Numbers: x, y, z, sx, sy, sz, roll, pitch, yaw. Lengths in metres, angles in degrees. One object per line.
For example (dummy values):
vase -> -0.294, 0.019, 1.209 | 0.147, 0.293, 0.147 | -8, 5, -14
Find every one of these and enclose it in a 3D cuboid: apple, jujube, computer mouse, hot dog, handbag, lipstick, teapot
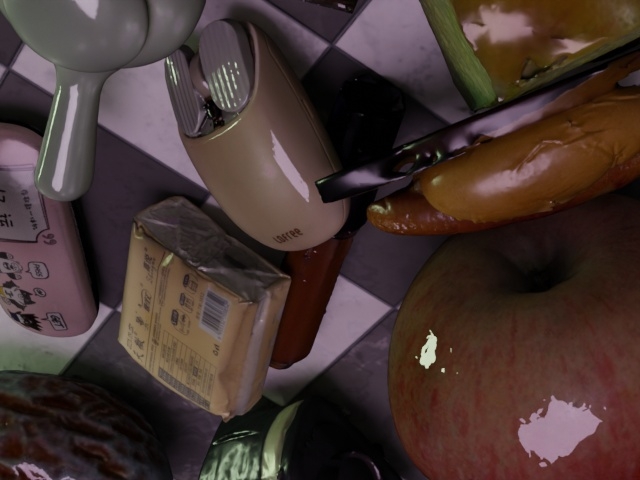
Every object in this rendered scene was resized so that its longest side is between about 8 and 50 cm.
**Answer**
apple -> 0.169, -0.184, 0.968 | 0.254, 0.346, 0.179 | 24, 94, 3
jujube -> -0.341, 0.302, 1.574 | 0.308, 0.215, 0.246 | 15, 134, 1
computer mouse -> -0.064, -0.095, 1.175 | 0.145, 0.082, 0.236 | -18, 104, 46
hot dog -> 0.176, -0.070, 1.089 | 0.326, 0.194, 0.107 | -20, 94, 25
handbag -> -0.006, 0.305, 1.510 | 0.181, 0.181, 0.254 | -16, 126, 37
lipstick -> 0.000, 0.000, 1.298 | 0.077, 0.077, 0.418 | 19, 135, -2
teapot -> -0.203, -0.194, 1.128 | 0.220, 0.149, 0.318 | -3, 129, 20
apple -> 0.227, 0.100, 1.169 | 0.345, 0.345, 0.269 | -7, 111, 22

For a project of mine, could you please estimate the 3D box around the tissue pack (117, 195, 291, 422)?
tissue pack -> -0.136, 0.081, 1.369 | 0.186, 0.090, 0.222 | 34, 138, 21

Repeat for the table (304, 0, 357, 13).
table -> -0.018, -0.318, 0.951 | 0.172, 0.169, 0.193 | 14, 132, 3

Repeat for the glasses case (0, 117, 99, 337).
glasses case -> -0.331, -0.007, 1.385 | 0.122, 0.075, 0.314 | 4, 132, 9
